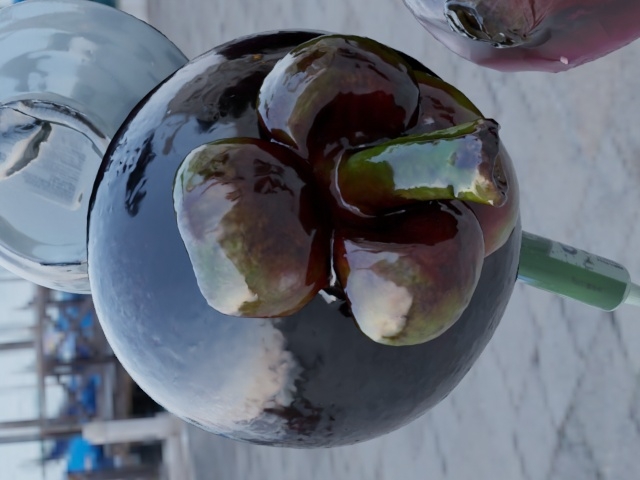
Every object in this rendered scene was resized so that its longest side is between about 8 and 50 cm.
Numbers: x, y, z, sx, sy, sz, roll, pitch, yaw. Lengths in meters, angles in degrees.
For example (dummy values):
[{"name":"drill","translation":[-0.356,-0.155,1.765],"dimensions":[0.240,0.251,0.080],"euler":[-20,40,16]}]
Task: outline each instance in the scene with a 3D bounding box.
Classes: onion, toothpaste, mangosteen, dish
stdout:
[{"name":"onion","translation":[0.196,-0.293,1.496],"dimensions":[0.385,0.347,0.348],"euler":[-62,-14,-46]},{"name":"toothpaste","translation":[0.229,0.019,1.802],"dimensions":[0.061,0.392,0.099],"euler":[-62,29,20]},{"name":"mangosteen","translation":[0.000,0.000,1.312],"dimensions":[0.435,0.382,0.382],"euler":[-175,83,-73]},{"name":"dish","translation":[-0.250,-0.069,1.502],"dimensions":[0.106,0.316,0.316],"euler":[-65,-19,-62]}]
